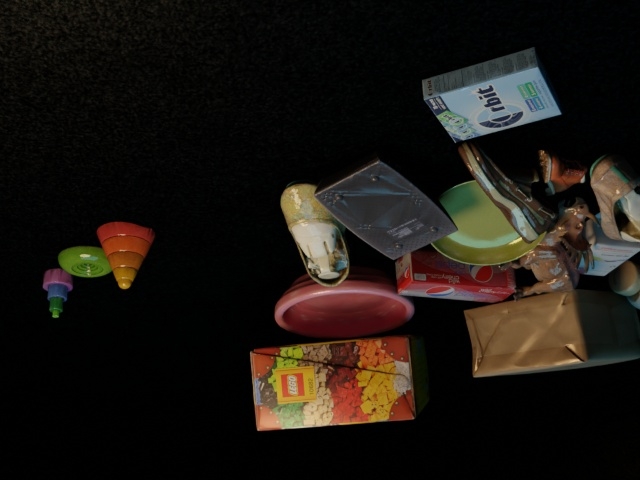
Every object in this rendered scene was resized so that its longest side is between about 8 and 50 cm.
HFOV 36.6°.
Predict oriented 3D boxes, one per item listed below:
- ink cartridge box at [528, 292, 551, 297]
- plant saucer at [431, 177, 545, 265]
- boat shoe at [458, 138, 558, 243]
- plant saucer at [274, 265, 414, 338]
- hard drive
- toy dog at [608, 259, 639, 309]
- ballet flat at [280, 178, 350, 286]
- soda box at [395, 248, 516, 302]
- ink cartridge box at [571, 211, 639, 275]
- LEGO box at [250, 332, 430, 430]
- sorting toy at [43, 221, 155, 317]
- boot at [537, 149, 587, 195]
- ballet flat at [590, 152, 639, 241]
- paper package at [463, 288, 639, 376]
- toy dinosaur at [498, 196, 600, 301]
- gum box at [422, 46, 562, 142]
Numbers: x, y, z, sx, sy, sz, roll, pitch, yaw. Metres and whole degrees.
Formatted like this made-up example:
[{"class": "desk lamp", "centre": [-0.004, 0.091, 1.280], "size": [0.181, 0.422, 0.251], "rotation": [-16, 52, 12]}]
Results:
[{"class": "ink cartridge box", "centre": [0.578, 0.134, 2.400], "size": [0.115, 0.029, 0.063], "rotation": [-15, 153, 24]}, {"class": "plant saucer", "centre": [0.326, -0.044, 1.903], "size": [0.241, 0.037, 0.241], "rotation": [3, 137, 3]}, {"class": "boat shoe", "centre": [0.348, -0.107, 1.760], "size": [0.095, 0.095, 0.257], "rotation": [-36, 127, 13]}, {"class": "plant saucer", "centre": [0.056, 0.145, 2.305], "size": [0.332, 0.084, 0.332], "rotation": [-2, 155, -1]}, {"class": "hard drive", "centre": [0.125, -0.067, 1.819], "size": [0.172, 0.054, 0.255], "rotation": [-27, 135, 30]}, {"class": "toy dog", "centre": [0.814, 0.099, 2.190], "size": [0.220, 0.160, 0.333], "rotation": [5, 154, -17]}, {"class": "ballet flat", "centre": [0.000, 0.000, 1.943], "size": [0.123, 0.123, 0.348], "rotation": [-6, 155, 8]}, {"class": "soda box", "centre": [0.307, 0.081, 2.192], "size": [0.263, 0.083, 0.092], "rotation": [6, 154, -17]}, {"class": "ink cartridge box", "centre": [0.608, 0.007, 2.079], "size": [0.115, 0.067, 0.198], "rotation": [5, 154, -15]}, {"class": "LEGO box", "centre": [0.069, 0.345, 2.432], "size": [0.373, 0.193, 0.500], "rotation": [-6, 174, 10]}, {"class": "sorting toy", "centre": [-0.484, 0.081, 2.057], "size": [0.127, 0.126, 0.366], "rotation": [19, 147, -40]}, {"class": "boot", "centre": [0.444, -0.134, 1.773], "size": [0.085, 0.059, 0.158], "rotation": [-14, 162, 15]}, {"class": "ballet flat", "centre": [0.595, -0.054, 1.860], "size": [0.107, 0.106, 0.316], "rotation": [-46, 144, 5]}, {"class": "paper package", "centre": [0.553, 0.225, 2.297], "size": [0.310, 0.168, 0.325], "rotation": [-16, 166, 38]}, {"class": "toy dinosaur", "centre": [0.498, 0.047, 2.035], "size": [0.200, 0.127, 0.295], "rotation": [-1, 145, 24]}, {"class": "gum box", "centre": [0.277, -0.230, 1.555], "size": [0.184, 0.041, 0.157], "rotation": [-13, 154, 22]}]
